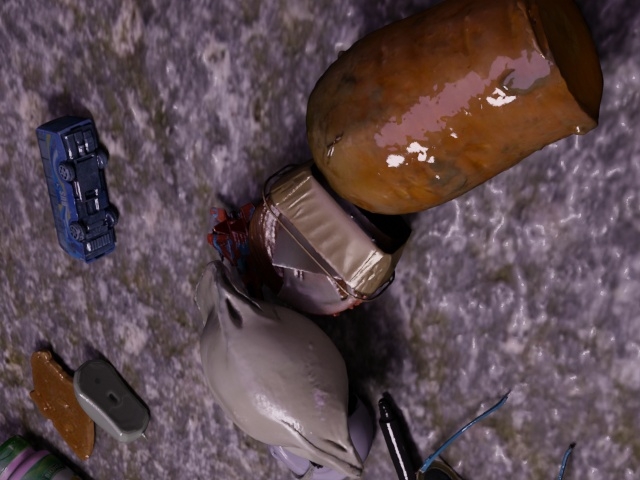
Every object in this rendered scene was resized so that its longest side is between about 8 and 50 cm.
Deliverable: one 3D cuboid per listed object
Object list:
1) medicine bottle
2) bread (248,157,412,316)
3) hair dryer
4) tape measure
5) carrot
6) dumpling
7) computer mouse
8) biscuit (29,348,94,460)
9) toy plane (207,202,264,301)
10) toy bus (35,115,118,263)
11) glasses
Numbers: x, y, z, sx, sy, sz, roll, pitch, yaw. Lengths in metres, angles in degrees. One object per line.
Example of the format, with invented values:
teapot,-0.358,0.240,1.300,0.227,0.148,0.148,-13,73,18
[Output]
medicine bottle,-0.541,0.512,2.122,0.274,0.133,0.133,36,129,9
bread,0.000,0.000,1.481,0.224,0.142,0.212,48,129,1
hair dryer,0.120,0.363,1.664,0.114,0.070,0.248,-12,105,36
tape measure,-0.008,0.297,1.679,0.178,0.105,0.196,12,120,26
carrot,0.151,-0.165,1.245,0.341,0.224,0.224,-21,103,32
dumpling,-0.073,0.203,1.545,0.341,0.181,0.260,33,155,-10
computer mouse,-0.380,0.299,1.932,0.181,0.089,0.056,47,141,-2
biscuit,-0.491,0.316,2.043,0.162,0.035,0.250,1,116,38
toy plane,-0.107,0.033,1.622,0.130,0.061,0.189,-5,117,34
toy bus,-0.396,-0.085,1.733,0.094,0.079,0.236,23,127,40
glasses,0.268,0.340,1.574,0.190,0.088,0.220,38,110,10
